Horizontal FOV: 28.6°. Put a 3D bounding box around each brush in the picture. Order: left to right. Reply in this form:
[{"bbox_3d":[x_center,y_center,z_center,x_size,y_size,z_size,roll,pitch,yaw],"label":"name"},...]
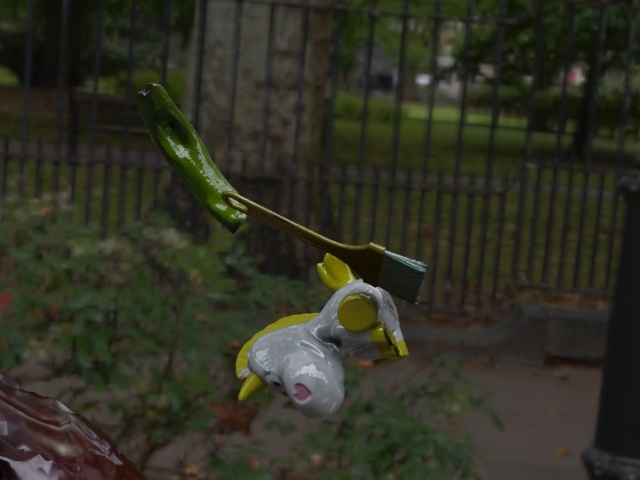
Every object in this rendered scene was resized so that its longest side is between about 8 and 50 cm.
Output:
[{"bbox_3d":[0.000,0.000,1.137,0.205,0.011,0.083,24,-22,8],"label":"brush"}]

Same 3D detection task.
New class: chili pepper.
[{"bbox_3d":[-0.150,-0.095,1.454,0.052,0.201,0.050,-33,12,11],"label":"chili pepper"}]

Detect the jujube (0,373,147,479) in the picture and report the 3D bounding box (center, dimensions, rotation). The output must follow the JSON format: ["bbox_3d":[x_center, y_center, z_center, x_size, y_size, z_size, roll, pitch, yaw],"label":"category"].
[{"bbox_3d":[-0.293,0.227,0.998,0.377,0.258,0.258,23,9,6],"label":"jujube"}]

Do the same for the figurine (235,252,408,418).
[{"bbox_3d":[-0.004,0.105,1.209,0.129,0.178,0.109,48,1,40],"label":"figurine"}]
